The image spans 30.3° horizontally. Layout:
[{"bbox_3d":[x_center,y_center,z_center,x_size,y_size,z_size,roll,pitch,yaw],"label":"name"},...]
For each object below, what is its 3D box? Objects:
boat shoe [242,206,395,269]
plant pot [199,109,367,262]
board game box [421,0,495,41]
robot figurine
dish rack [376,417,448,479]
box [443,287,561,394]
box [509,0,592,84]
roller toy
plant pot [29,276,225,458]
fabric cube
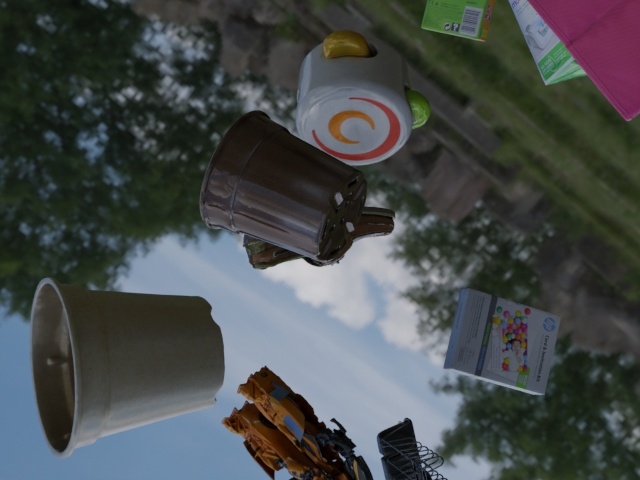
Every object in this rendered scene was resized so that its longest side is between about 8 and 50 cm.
[{"bbox_3d":[0.000,0.000,2.118,0.307,0.111,0.104,-4,-101,-26],"label":"boat shoe"},{"bbox_3d":[-0.040,-0.060,1.509,0.165,0.167,0.167,25,-174,20],"label":"plant pot"},{"bbox_3d":[0.267,-0.495,2.109,0.124,0.259,0.039,19,-166,34],"label":"board game box"},{"bbox_3d":[-0.037,0.365,2.014,0.085,0.211,0.291,-28,-116,-40],"label":"robot figurine"},{"bbox_3d":[0.171,0.425,1.943,0.271,0.074,0.208,-162,57,-74],"label":"dish rack"},{"bbox_3d":[0.317,0.177,2.054,0.186,0.145,0.038,18,169,-18],"label":"box"},{"bbox_3d":[0.528,-0.452,2.319,0.231,0.262,0.127,70,157,13],"label":"box"},{"bbox_3d":[0.054,-0.233,1.927,0.209,0.191,0.146,29,-136,-28],"label":"roller toy"},{"bbox_3d":[-0.360,0.226,2.237,0.306,0.333,0.334,-3,-145,-27],"label":"plant pot"},{"bbox_3d":[0.440,-0.352,1.514,0.259,0.258,0.254,51,-148,-1],"label":"fabric cube"}]
